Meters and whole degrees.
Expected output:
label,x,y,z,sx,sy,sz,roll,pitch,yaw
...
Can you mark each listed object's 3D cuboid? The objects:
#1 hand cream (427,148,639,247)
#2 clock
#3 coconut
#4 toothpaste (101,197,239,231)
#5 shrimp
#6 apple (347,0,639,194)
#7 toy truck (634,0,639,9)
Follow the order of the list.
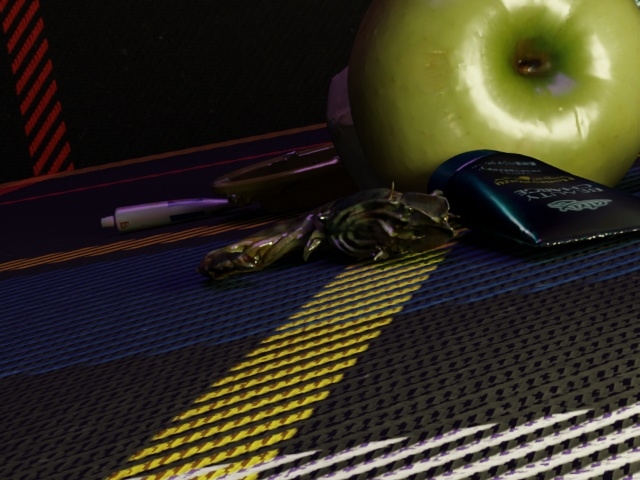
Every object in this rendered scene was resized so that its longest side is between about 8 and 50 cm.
label,x,y,z,sx,sy,sz,roll,pitch,yaw
hand cream,0.166,-0.023,1.482,0.120,0.061,0.270,-8,13,-17
clock,-0.001,-0.068,2.130,0.237,0.057,0.237,-13,7,2
coconut,0.083,-0.116,1.942,0.162,0.161,0.161,-16,8,-28
toothpaste,-0.163,-0.033,2.233,0.170,0.028,0.045,-9,-1,5
shrimp,0.000,0.000,1.556,0.169,0.058,0.296,-21,6,-20
apple,0.151,-0.138,1.731,0.279,0.279,0.279,-11,6,1
toy truck,0.327,-0.197,2.106,0.133,0.184,0.338,-11,6,-5
